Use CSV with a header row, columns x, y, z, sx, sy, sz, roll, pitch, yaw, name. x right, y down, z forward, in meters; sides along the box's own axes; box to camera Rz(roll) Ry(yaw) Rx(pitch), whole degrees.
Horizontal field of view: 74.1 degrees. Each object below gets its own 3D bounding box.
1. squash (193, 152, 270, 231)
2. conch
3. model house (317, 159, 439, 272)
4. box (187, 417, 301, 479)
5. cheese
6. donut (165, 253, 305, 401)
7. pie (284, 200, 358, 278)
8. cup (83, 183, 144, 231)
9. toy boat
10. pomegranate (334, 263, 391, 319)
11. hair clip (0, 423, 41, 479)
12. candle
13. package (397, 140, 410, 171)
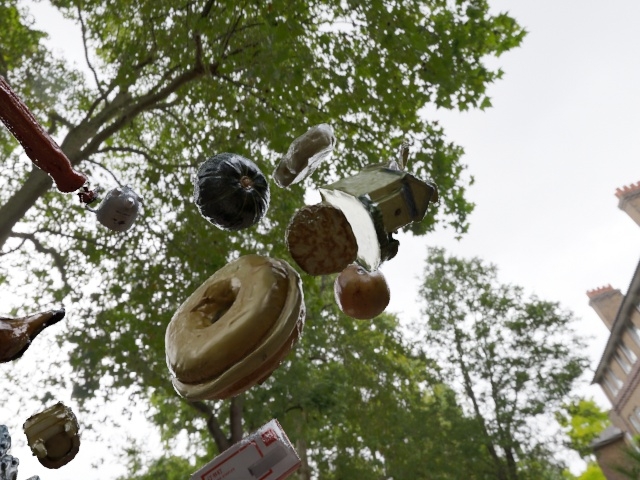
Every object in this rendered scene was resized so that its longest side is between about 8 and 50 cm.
x,y,z,sx,sy,sz,roll,pitch,yaw,name
-0.277,-0.151,1.332,0.165,0.251,0.252,-19,-38,40,squash
-0.549,0.172,0.736,0.086,0.080,0.233,-61,-24,6,conch
0.187,-0.086,1.252,0.267,0.321,0.261,-29,-65,-17,model house
-0.169,0.524,0.958,0.230,0.123,0.050,-27,-34,-25,box
-0.052,-0.270,1.357,0.093,0.159,0.263,50,-40,0,cheese
-0.232,0.228,1.160,0.449,0.448,0.198,-29,-58,16,donut
0.000,0.000,1.132,0.179,0.084,0.205,-29,-72,0,pie
-0.749,-0.138,1.558,0.174,0.134,0.142,35,-64,-15,cup
-0.543,0.403,0.866,0.089,0.115,0.310,-28,-6,-39,toy boat
0.190,0.233,1.905,0.265,0.264,0.264,-7,-43,-6,pomegranate
-0.813,0.561,1.005,0.195,0.206,0.310,-29,5,-26,hair clip
-0.464,-0.190,0.638,0.051,0.048,0.329,-31,-63,-4,candle
0.342,-0.349,1.745,0.031,0.108,0.120,8,-63,-3,package
